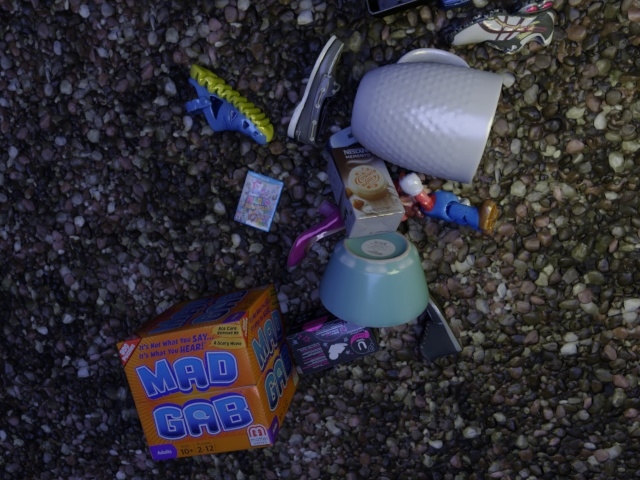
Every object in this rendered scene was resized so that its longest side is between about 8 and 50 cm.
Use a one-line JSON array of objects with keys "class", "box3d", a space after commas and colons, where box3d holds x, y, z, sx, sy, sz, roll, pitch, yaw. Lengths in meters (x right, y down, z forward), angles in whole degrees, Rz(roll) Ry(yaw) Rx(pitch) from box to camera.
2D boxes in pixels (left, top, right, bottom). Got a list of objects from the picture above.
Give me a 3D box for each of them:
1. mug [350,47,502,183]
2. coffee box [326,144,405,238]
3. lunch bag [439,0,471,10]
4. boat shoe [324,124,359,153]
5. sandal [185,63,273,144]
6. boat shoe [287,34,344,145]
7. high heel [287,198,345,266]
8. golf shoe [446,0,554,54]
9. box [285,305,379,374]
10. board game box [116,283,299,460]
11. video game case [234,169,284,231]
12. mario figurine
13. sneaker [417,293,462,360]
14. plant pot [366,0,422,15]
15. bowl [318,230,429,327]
[{"class": "mug", "box3d": [0.274, -0.359, 1.174, 0.329, 0.276, 0.373, 16, 67, 11]}, {"class": "coffee box", "box3d": [0.117, -0.140, 1.232, 0.141, 0.098, 0.246, -9, 60, -14]}, {"class": "lunch bag", "box3d": [0.367, -0.665, 1.195, 0.099, 0.065, 0.067, -12, 99, 11]}, {"class": "boat shoe", "box3d": [0.097, -0.309, 1.310, 0.184, 0.083, 0.065, -24, 97, -15]}, {"class": "sandal", "box3d": [-0.278, -0.378, 1.329, 0.317, 0.126, 0.138, 39, 107, 9]}, {"class": "boat shoe", "box3d": [0.004, -0.422, 1.279, 0.091, 0.109, 0.304, 26, 109, 3]}, {"class": "high heel", "box3d": [0.000, 0.000, 1.371, 0.117, 0.082, 0.244, 35, 91, 11]}, {"class": "golf shoe", "box3d": [0.478, -0.549, 1.184, 0.273, 0.105, 0.120, -11, 106, 11]}, {"class": "box", "box3d": [0.045, 0.284, 1.374, 0.248, 0.163, 0.141, -21, 100, 12]}, {"class": "board game box", "box3d": [-0.306, 0.375, 1.345, 0.357, 0.356, 0.355, -12, 98, 10]}, {"class": "video game case", "box3d": [-0.194, -0.124, 1.410, 0.119, 0.015, 0.166, 20, 103, 5]}, {"class": "mario figurine", "box3d": [0.327, -0.127, 1.240, 0.321, 0.170, 0.198, 18, 145, 27]}, {"class": "sneaker", "box3d": [0.331, 0.267, 1.367, 0.118, 0.083, 0.221, -29, 96, 13]}, {"class": "plant pot", "box3d": [0.200, -0.686, 1.166, 0.188, 0.167, 0.187, -13, 98, 10]}, {"class": "bowl", "box3d": [0.148, 0.074, 1.225, 0.312, 0.311, 0.163, 4, 121, 8]}]
